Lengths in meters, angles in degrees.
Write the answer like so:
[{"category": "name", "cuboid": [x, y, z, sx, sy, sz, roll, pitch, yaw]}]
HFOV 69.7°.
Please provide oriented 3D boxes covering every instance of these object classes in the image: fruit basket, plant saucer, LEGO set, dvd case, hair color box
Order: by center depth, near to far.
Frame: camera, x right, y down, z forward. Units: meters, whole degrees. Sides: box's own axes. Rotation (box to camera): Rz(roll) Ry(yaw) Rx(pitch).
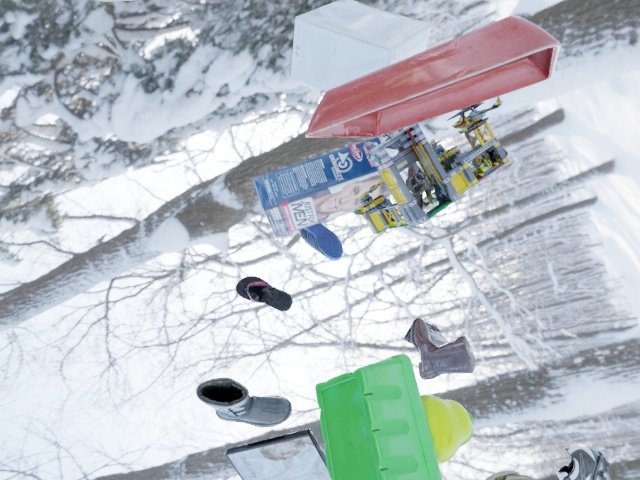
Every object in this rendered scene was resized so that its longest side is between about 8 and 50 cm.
[{"category": "plant saucer", "cuboid": [0.138, -0.185, 0.555, 0.259, 0.258, 0.048, -27, -78, -62]}, {"category": "LEGO set", "cuboid": [0.200, -0.169, 0.937, 0.192, 0.331, 0.255, 58, 173, -7]}, {"category": "fruit basket", "cuboid": [0.200, 0.490, 1.173, 0.392, 0.283, 0.392, 31, -137, -33]}, {"category": "hair color box", "cuboid": [0.013, -0.137, 1.236, 0.174, 0.347, 0.105, 75, 175, -65]}, {"category": "dvd case", "cuboid": [-0.108, 0.605, 1.241, 0.022, 0.253, 0.180, -77, -35, -64]}]

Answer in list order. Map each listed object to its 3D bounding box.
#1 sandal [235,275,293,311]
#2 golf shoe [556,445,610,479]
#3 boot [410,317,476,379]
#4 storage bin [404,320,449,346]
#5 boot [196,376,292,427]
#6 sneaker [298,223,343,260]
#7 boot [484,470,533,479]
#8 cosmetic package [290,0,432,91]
[{"category": "sandal", "cuboid": [-0.153, 0.136, 1.195, 0.040, 0.179, 0.067, 14, -88, -60]}, {"category": "golf shoe", "cuboid": [0.567, 0.557, 1.023, 0.077, 0.094, 0.198, 46, -119, -71]}, {"category": "boot", "cuboid": [0.193, 0.161, 0.723, 0.037, 0.114, 0.106, 3, -115, -25]}, {"category": "storage bin", "cuboid": [0.362, 0.324, 1.506, 0.135, 0.098, 0.091, 23, -170, -36]}, {"category": "boot", "cuboid": [-0.150, 0.335, 0.961, 0.208, 0.189, 0.076, 98, 168, -54]}, {"category": "sneaker", "cuboid": [0.000, 0.000, 1.603, 0.232, 0.081, 0.090, 49, 160, 30]}, {"category": "boot", "cuboid": [0.267, 0.341, 0.549, 0.077, 0.213, 0.165, -120, 12, -66]}, {"category": "cosmetic package", "cuboid": [0.090, -0.417, 1.017, 0.224, 0.224, 0.138, -46, -26, -42]}]
